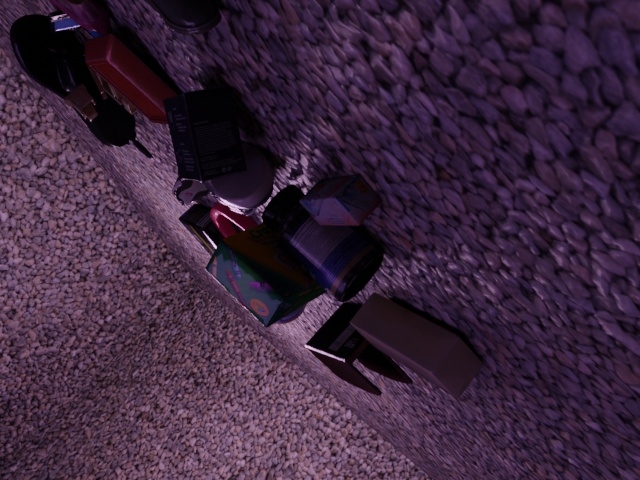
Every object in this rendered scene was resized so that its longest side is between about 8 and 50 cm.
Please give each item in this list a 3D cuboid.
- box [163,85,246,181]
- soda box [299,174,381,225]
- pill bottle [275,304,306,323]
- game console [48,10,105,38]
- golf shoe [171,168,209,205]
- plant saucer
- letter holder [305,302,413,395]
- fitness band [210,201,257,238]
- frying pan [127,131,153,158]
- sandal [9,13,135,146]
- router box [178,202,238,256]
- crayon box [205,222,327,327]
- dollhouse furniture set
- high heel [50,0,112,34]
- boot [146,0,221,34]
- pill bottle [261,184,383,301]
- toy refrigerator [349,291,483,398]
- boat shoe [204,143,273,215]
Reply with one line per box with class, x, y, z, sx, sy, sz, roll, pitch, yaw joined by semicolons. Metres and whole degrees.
box;-0.214;-0.195;1.449;0.156;0.093;0.158;14;117;65
soda box;0.030;-0.065;1.313;0.063;0.058;0.183;48;166;-14
pill bottle;-0.118;0.111;2.069;0.152;0.152;0.272;41;165;18
game console;-0.538;-0.464;1.774;0.144;0.124;0.085;175;78;-72
golf shoe;-0.340;-0.151;2.029;0.105;0.120;0.273;47;168;-14
plant saucer;-0.404;-0.339;1.737;0.259;0.048;0.258;44;168;-27
letter holder;0.126;0.279;1.849;0.214;0.152;0.302;46;167;-12
fitness band;-0.222;-0.022;2.209;0.209;0.054;0.291;48;165;-1
frying pan;-0.604;-0.355;2.350;0.326;0.053;0.197;24;156;51
sandal;-0.605;-0.416;2.036;0.107;0.168;0.446;4;152;32
router box;-0.290;0.031;2.489;0.309;0.081;0.243;52;165;-25
crayon box;-0.070;0.045;1.528;0.165;0.081;0.278;41;-149;14
dollhouse furniture set;-0.543;-0.356;1.930;0.101;0.161;0.182;42;165;13
high heel;-0.528;-0.513;1.639;0.244;0.082;0.117;33;170;24
boot;-0.233;-0.403;1.100;0.189;0.076;0.209;35;156;30
pill bottle;0.000;0.000;1.454;0.219;0.123;0.123;42;166;15
toy refrigerator;0.186;0.198;1.558;0.102;0.094;0.269;46;169;-33
boat shoe;-0.153;-0.112;1.623;0.158;0.127;0.340;46;176;-34
